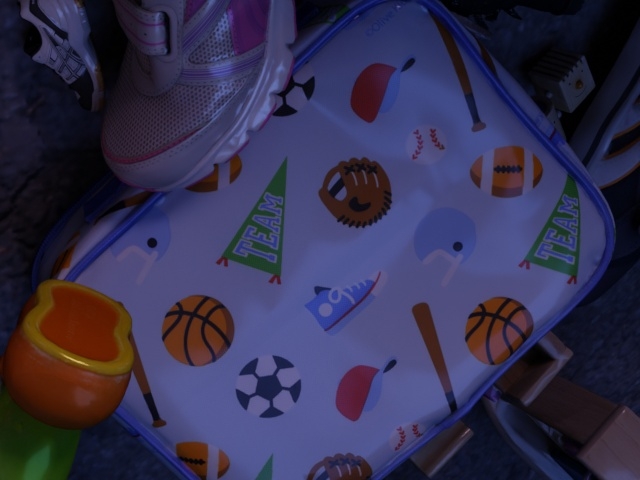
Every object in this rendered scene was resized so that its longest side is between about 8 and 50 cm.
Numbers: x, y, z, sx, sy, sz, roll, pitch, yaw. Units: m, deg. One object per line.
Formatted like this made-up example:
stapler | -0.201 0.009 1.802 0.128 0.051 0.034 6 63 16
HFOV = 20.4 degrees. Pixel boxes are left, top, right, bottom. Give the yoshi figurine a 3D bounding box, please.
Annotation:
yoshi figurine | -0.240 0.174 0.872 0.203 0.203 0.362 10 117 -46

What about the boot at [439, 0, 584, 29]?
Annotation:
boot | 0.118 -0.179 1.032 0.099 0.045 0.121 -3 127 -29

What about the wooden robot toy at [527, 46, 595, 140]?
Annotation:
wooden robot toy | 0.094 -0.072 1.093 0.173 0.076 0.079 -34 130 -9

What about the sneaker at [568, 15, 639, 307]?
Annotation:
sneaker | 0.243 -0.065 1.154 0.126 0.127 0.321 -23 143 -51

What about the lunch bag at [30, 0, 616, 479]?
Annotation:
lunch bag | 0.000 0.000 0.999 0.303 0.115 0.243 -43 108 2

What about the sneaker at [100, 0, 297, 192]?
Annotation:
sneaker | -0.068 -0.145 0.871 0.111 0.103 0.252 7 110 -38

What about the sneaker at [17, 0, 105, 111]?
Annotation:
sneaker | -0.133 -0.099 0.917 0.037 0.032 0.083 -15 135 -4

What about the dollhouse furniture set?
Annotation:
dollhouse furniture set | 0.086 0.218 1.228 0.286 0.198 0.303 44 84 -16
